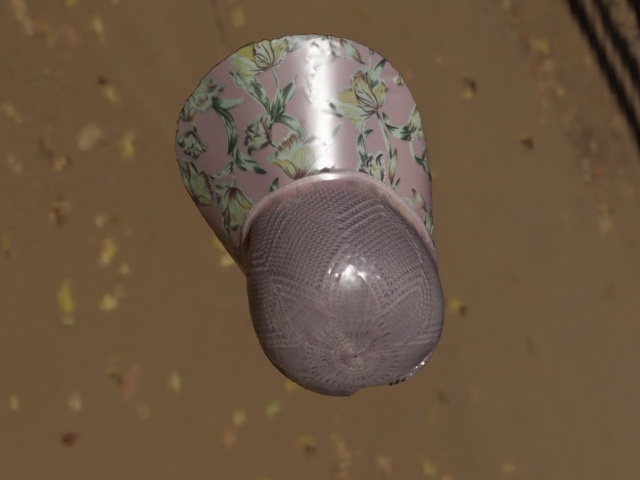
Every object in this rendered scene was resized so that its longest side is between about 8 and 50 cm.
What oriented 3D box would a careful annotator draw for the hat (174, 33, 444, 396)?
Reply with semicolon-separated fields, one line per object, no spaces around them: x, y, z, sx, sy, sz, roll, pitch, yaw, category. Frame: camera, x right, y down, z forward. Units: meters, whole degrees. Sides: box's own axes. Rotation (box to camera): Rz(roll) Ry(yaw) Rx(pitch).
-0.001;-0.002;0.411;0.042;0.058;0.087;-92;167;-69;hat
